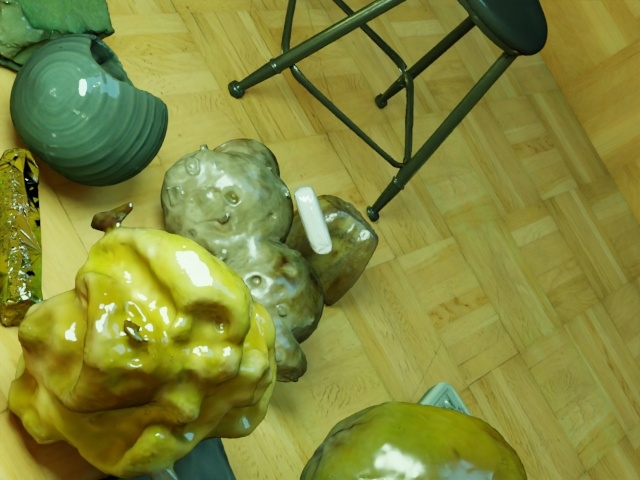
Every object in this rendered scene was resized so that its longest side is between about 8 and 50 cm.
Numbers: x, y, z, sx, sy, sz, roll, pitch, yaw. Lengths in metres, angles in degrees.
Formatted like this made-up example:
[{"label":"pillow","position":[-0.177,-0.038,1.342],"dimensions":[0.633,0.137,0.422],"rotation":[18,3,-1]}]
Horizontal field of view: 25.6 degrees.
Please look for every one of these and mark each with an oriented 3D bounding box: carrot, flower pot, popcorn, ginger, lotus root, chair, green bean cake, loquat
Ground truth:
[{"label":"carrot","position":[-0.356,-0.007,1.657],"dimensions":[0.069,0.069,0.228],"rotation":[26,43,-44]},{"label":"flower pot","position":[-0.291,-0.160,1.770],"dimensions":[0.189,0.157,0.243],"rotation":[44,5,14]},{"label":"popcorn","position":[-0.196,0.140,1.527],"dimensions":[0.316,0.297,0.280],"rotation":[64,10,-67]},{"label":"ginger","position":[-0.093,0.019,1.925],"dimensions":[0.256,0.176,0.375],"rotation":[28,38,-66]},{"label":"lotus root","position":[0.004,-0.002,2.155],"dimensions":[0.095,0.135,0.159],"rotation":[10,41,-52]},{"label":"chair","position":[0.136,-0.344,2.370],"dimensions":[0.365,0.410,0.361],"rotation":[42,33,-27]},{"label":"green bean cake","position":[-0.394,-0.341,1.860],"dimensions":[0.222,0.125,0.227],"rotation":[-14,76,-62]},{"label":"loquat","position":[0.123,0.337,1.822],"dimensions":[0.284,0.276,0.276],"rotation":[36,33,-8]}]

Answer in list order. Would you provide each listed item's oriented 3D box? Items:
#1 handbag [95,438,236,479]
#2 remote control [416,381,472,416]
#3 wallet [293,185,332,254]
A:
[{"label":"handbag","position":[-0.172,0.329,1.609],"dimensions":[0.191,0.075,0.332],"rotation":[63,26,2]},{"label":"remote control","position":[0.151,0.326,2.101],"dimensions":[0.128,0.066,0.335],"rotation":[59,29,-2]},{"label":"wallet","position":[-0.011,-0.030,1.910],"dimensions":[0.190,0.033,0.095],"rotation":[-104,177,-85]}]
